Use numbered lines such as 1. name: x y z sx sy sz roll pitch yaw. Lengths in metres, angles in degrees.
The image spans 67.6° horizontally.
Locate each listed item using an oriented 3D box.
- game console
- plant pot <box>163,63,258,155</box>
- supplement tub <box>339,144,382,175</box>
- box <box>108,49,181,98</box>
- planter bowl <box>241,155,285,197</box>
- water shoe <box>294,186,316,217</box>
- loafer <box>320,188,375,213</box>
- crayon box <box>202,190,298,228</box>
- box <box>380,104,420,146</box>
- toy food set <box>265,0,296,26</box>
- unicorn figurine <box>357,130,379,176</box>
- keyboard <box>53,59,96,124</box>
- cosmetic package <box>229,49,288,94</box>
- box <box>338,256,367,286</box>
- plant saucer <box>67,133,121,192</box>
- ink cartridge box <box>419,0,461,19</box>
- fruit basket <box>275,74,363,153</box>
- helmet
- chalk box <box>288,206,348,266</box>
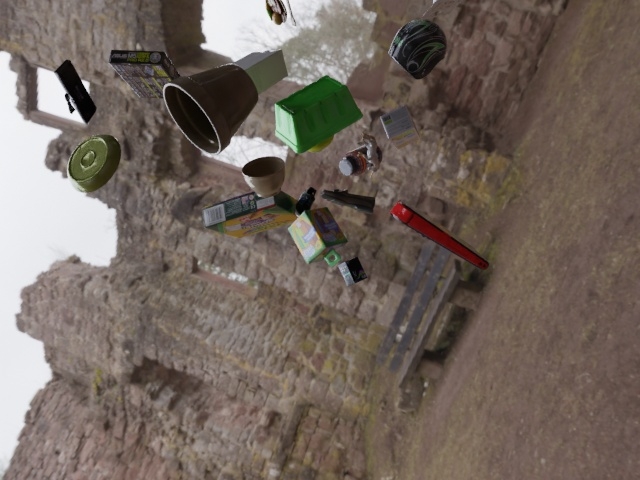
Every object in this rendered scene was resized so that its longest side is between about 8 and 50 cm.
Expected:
1. game console: 0.395 -0.025 1.632 0.060 0.341 0.386 -55 -5 12
2. plant pot: -0.408 -0.548 1.900 0.280 0.323 0.323 -44 -18 -23
3. supplement tub: 0.163 -0.330 1.978 0.197 0.106 0.106 -30 -35 -41
4. box: -0.683 -0.663 1.930 0.270 0.216 0.060 65 -151 -77
5. planter bowl: -0.203 -0.229 1.782 0.162 0.161 0.109 -63 -28 -48
6. water shoe: -0.068 -0.181 2.236 0.080 0.072 0.203 -44 23 36
7. loafer: 0.132 -0.201 2.267 0.096 0.267 0.084 171 117 -79
8. crayon box: -0.308 -0.123 2.233 0.313 0.362 0.106 26 -129 -68
9. box: 0.335 -0.466 1.987 0.103 0.114 0.203 71 -163 8
10. toy food set: -0.184 -0.957 1.988 0.038 0.192 0.132 -39 -40 -16
11. unicorn figurine: 0.190 -0.332 1.844 0.111 0.060 0.162 11 -88 -39
12. keyboard: -0.743 -0.437 1.443 0.180 0.023 0.108 79 -165 -50
13. cosmetic package: -0.369 -0.869 2.521 0.385 0.217 0.156 -46 -46 -40
14. box: 0.111 0.108 1.665 0.062 0.083 0.052 -20 -7 -34
15. plant saucer: -0.838 -0.290 1.748 0.241 0.240 0.037 -69 -26 -11
16. ink cartridge box: 0.438 -0.831 1.568 0.189 0.066 0.232 -28 2 -34
17. fruit basket: -0.014 -0.522 2.208 0.391 0.283 0.392 -21 -47 -25
18. helmet: 0.317 -0.619 1.526 0.161 0.169 0.169 -45 4 24
19. chalk box: 0.000 0.000 1.810 0.132 0.213 0.132 -12 -25 -46
